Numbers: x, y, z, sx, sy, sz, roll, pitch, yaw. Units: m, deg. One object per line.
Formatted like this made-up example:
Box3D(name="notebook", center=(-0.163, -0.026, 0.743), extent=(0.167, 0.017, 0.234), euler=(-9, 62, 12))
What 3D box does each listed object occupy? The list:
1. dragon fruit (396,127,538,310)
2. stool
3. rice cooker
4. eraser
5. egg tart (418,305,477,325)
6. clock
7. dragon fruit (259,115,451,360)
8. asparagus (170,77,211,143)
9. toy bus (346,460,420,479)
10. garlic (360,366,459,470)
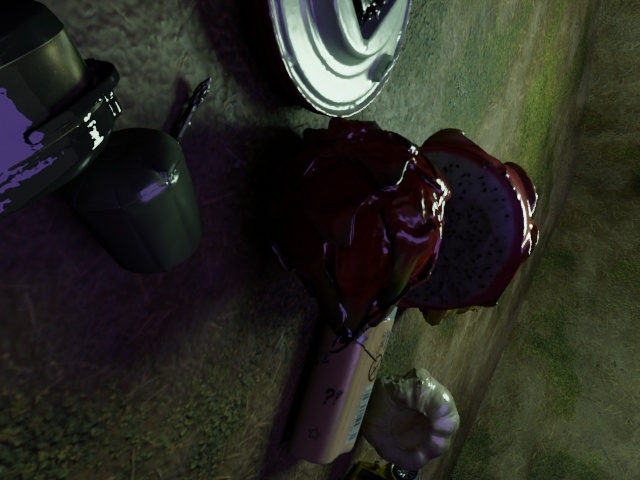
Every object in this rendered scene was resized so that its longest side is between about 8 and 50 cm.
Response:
Box3D(name="dragon fruit", center=(0.213, -0.034, 0.810), extent=(0.189, 0.290, 0.291), euler=(-34, 134, -58))
Box3D(name="stool", center=(-0.149, -0.031, 0.409), extent=(0.096, 0.096, 0.110), euler=(-50, 149, -31))
Box3D(name="rice cooker", center=(-0.201, -0.071, 0.284), extent=(0.165, 0.112, 0.107), euler=(-54, 139, -27))
Box3D(name="eraser", center=(0.047, 0.227, 0.869), extent=(0.171, 0.087, 0.291), euler=(10, 99, -61))
Box3D(name="egg tart", center=(0.307, 0.055, 1.081), extent=(0.290, 0.115, 0.291), euler=(21, 90, -87))
Box3D(name="clock", center=(0.035, -0.302, 0.567), extent=(0.318, 0.080, 0.319), euler=(-35, 134, -45))
Box3D(name="dragon fruit", center=(0.050, -0.004, 0.603), extent=(0.233, 0.233, 0.294), euler=(-3, 91, -57))
Box3D(name="asparagus", center=(-0.132, -0.104, 0.468), extent=(0.014, 0.015, 0.115), euler=(35, 77, -56))
Box3D(name="toy bus", center=(0.098, 0.613, 1.095), extent=(0.331, 0.151, 0.145), euler=(-35, 128, -42))
Box3D(name="garlic", center=(0.197, 0.385, 1.128), extent=(0.212, 0.218, 0.219), euler=(-11, 119, -88))
